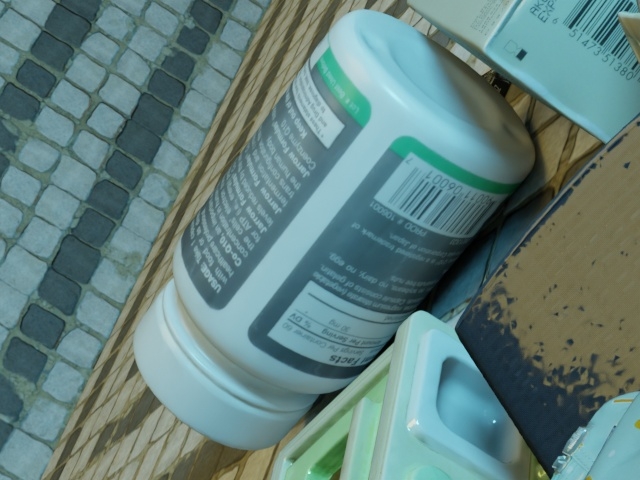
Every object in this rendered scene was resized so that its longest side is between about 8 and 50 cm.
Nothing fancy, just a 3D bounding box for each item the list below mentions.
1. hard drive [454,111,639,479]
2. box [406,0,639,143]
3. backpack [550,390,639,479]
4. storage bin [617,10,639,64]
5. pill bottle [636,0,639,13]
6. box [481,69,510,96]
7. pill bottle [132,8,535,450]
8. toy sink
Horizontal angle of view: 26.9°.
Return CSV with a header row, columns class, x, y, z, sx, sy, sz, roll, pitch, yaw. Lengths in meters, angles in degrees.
class,x,y,z,sx,sy,sz,roll,pitch,yaw
hard drive,0.181,0.015,0.625,0.255,0.054,0.172,-47,52,23
box,0.179,-0.178,1.044,0.121,0.148,0.311,-55,15,10
backpack,0.132,0.152,0.451,0.188,0.166,0.144,-56,12,-6
storage bin,0.232,-0.067,0.359,0.262,0.123,0.260,-26,5,13
pill bottle,0.247,-0.147,0.765,0.130,0.130,0.246,-51,16,28
box,0.149,-0.129,1.300,0.067,0.018,0.083,-64,15,-21
pill bottle,0.000,0.000,1.156,0.361,0.204,0.204,-51,15,24
toy sink,0.066,0.146,0.764,0.234,0.131,0.153,-47,19,38
